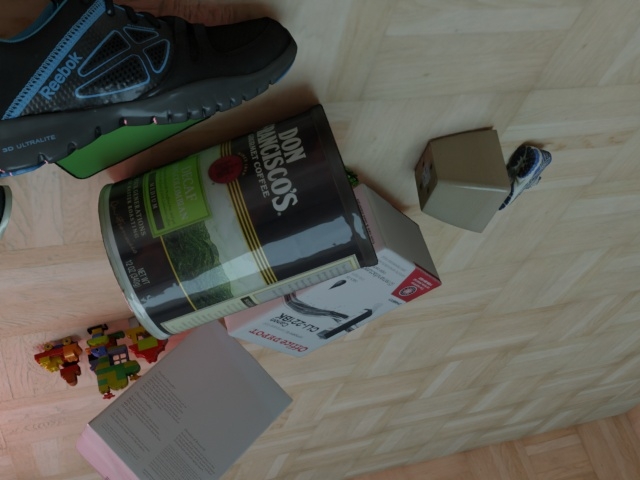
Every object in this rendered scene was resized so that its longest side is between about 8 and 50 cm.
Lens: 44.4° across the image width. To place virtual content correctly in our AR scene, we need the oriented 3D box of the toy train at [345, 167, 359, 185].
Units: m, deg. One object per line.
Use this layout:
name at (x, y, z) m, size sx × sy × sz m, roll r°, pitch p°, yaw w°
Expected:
toy train at (0.025, -0.092, 1.071) m, size 0.023 × 0.017 × 0.083 m, roll -21°, pitch 153°, yaw 26°

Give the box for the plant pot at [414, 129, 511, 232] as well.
plant pot at (0.191, -0.085, 1.097) m, size 0.096 × 0.109 × 0.109 m, roll 3°, pitch 147°, yaw -12°

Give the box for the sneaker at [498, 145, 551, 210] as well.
sneaker at (0.307, -0.091, 1.202) m, size 0.058 × 0.052 × 0.135 m, roll -5°, pitch 150°, yaw -31°

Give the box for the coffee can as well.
coffee can at (-0.092, -0.020, 0.935) m, size 0.275 × 0.202 × 0.201 m, roll -20°, pitch 151°, yaw 4°

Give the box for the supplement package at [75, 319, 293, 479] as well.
supplement package at (-0.225, 0.300, 1.281) m, size 0.262 × 0.199 × 0.198 m, roll -42°, pitch 177°, yaw -33°

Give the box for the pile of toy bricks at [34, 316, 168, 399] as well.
pile of toy bricks at (-0.346, 0.207, 1.285) m, size 0.212 × 0.105 × 0.118 m, roll -16°, pitch 152°, yaw -4°

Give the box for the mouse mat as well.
mouse mat at (-0.229, -0.137, 0.856) m, size 0.189 × 0.007 × 0.152 m, roll -25°, pitch 151°, yaw 10°

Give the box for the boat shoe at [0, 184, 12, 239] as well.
boat shoe at (-0.443, 0.002, 0.895) m, size 0.233 × 0.084 × 0.079 m, roll -28°, pitch 151°, yaw 23°

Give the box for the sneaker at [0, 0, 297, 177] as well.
sneaker at (-0.170, -0.167, 0.707) m, size 0.340 × 0.140 × 0.125 m, roll -24°, pitch -162°, yaw -31°

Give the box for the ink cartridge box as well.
ink cartridge box at (0.009, 0.056, 1.158) m, size 0.272 × 0.114 × 0.197 m, roll -29°, pitch 150°, yaw 21°
